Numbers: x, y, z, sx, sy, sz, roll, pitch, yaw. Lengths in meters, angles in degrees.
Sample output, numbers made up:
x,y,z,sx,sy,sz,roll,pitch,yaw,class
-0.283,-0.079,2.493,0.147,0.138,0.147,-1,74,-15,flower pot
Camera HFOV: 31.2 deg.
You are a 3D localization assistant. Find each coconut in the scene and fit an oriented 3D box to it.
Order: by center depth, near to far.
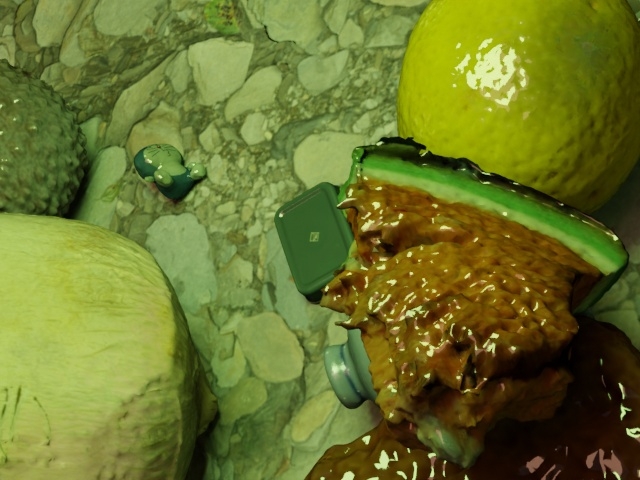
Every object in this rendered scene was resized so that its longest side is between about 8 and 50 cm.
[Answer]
x,y,z,sx,sy,sz,roll,pitch,yaw,class
-0.288,0.166,1.214,0.405,0.404,0.404,-12,65,27,coconut

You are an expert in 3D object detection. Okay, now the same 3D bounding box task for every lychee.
x,y,z,sx,sy,sz,roll,pitch,yaw,class
-0.442,-0.109,1.459,0.300,0.300,0.300,-12,65,27,lychee

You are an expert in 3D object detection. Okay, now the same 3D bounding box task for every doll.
x,y,z,sx,sy,sz,roll,pitch,yaw,class
-0.196,-0.088,1.424,0.083,0.076,0.050,46,132,29,doll

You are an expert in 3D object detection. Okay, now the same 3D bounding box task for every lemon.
x,y,z,sx,sy,sz,roll,pitch,yaw,class
0.193,-0.138,1.092,0.267,0.267,0.267,-12,65,27,lemon

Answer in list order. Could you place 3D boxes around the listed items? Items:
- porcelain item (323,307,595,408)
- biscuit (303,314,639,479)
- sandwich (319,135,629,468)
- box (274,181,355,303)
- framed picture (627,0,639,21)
x,y,z,sx,sy,sz,roll,pitch,yaw,class
0.129,0.087,1.113,0.259,0.141,0.141,-26,59,12,porcelain item
0.168,0.271,0.949,0.395,0.166,0.342,-33,55,1,biscuit
0.109,0.069,0.912,0.250,0.162,0.301,17,35,3,sandwich
0.000,0.000,1.285,0.091,0.031,0.126,-30,59,19,box
0.261,-0.270,1.249,0.142,0.011,0.183,-34,57,15,framed picture
